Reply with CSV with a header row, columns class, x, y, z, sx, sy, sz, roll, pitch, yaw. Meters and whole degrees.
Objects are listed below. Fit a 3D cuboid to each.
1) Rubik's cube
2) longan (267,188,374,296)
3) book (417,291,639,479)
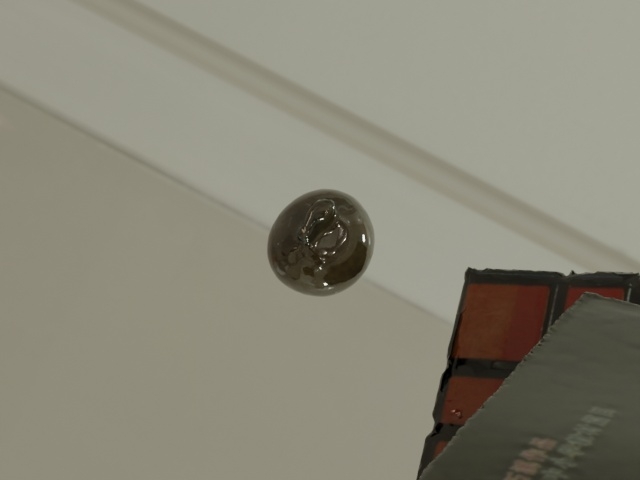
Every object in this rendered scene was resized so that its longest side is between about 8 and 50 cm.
class,x,y,z,sx,sy,sz,roll,pitch,yaw
Rubik's cube,0.272,0.214,1.374,0.288,0.283,0.293,58,43,-49
longan,0.000,0.000,1.365,0.106,0.106,0.119,-61,166,-19
book,0.149,0.067,0.357,0.160,0.228,0.024,-33,130,-57
